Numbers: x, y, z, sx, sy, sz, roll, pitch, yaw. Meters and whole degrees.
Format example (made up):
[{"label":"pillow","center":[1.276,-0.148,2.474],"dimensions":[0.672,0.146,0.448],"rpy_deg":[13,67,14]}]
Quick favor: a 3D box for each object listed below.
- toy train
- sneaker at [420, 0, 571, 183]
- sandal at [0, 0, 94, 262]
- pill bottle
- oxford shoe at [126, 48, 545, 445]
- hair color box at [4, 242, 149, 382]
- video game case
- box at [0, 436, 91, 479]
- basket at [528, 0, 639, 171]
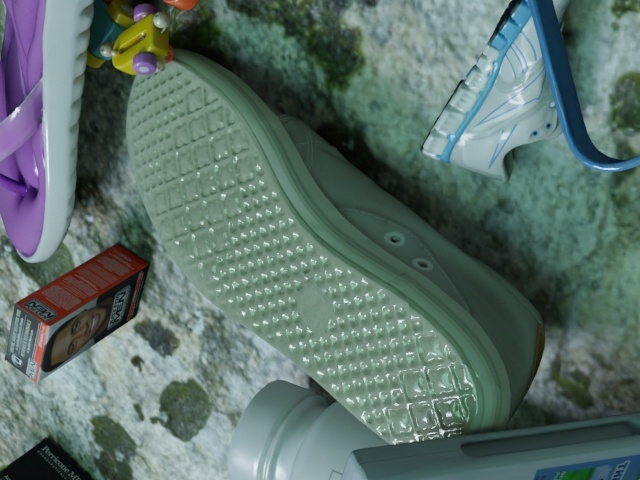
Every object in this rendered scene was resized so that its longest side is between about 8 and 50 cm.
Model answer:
[{"label":"toy train","center":[-0.137,-0.190,1.050],"dimensions":[0.166,0.046,0.125],"rpy_deg":[10,82,49]},{"label":"sneaker","center":[0.148,-0.117,0.902],"dimensions":[0.083,0.071,0.190],"rpy_deg":[31,130,2]},{"label":"sandal","center":[-0.266,-0.144,1.086],"dimensions":[0.416,0.102,0.169],"rpy_deg":[108,145,-45]},{"label":"pill bottle","center":[0.044,0.202,1.077],"dimensions":[0.229,0.131,0.131],"rpy_deg":[19,122,26]},{"label":"oxford shoe","center":[0.000,0.000,1.020],"dimensions":[0.449,0.130,0.169],"rpy_deg":[41,128,30]},{"label":"hair color box","center":[-0.222,0.064,1.186],"dimensions":[0.043,0.141,0.072],"rpy_deg":[32,127,18]},{"label":"video game case","center":[0.123,0.262,0.965],"dimensions":[0.036,0.300,0.329],"rpy_deg":[-121,36,-46]},{"label":"box","center":[-0.267,0.360,1.336],"dimensions":[0.261,0.184,0.103],"rpy_deg":[42,131,10]},{"label":"basket","center":[0.207,-0.205,0.717],"dimensions":[0.255,0.201,0.289],"rpy_deg":[-23,88,37]}]
